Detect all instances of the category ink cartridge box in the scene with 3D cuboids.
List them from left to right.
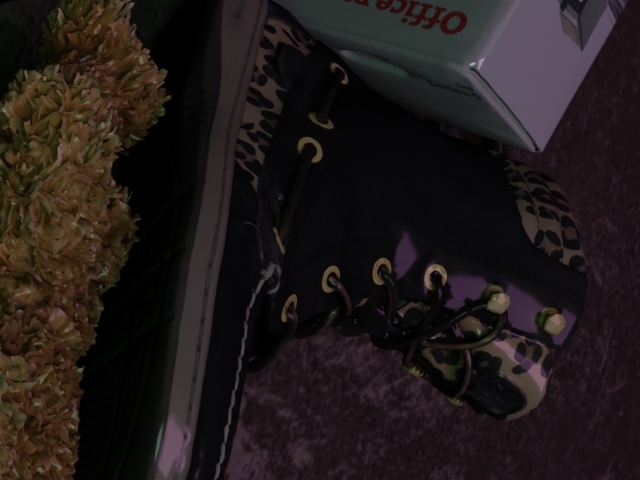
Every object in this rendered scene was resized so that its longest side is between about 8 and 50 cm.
[{"bbox_3d":[0.115,-0.218,0.988,0.272,0.198,0.115,-59,139,-9],"label":"ink cartridge box"}]

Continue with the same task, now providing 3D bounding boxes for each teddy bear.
[{"bbox_3d":[-0.170,0.009,0.735,0.113,0.245,0.338,31,58,-24],"label":"teddy bear"}]

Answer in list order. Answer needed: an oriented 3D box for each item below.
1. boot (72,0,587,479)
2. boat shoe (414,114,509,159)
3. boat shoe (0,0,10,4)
[{"bbox_3d":[0.015,0.034,0.842,0.284,0.138,0.377,26,43,-23],"label":"boot"},{"bbox_3d":[0.109,-0.033,1.136,0.103,0.092,0.285,-35,128,-32],"label":"boat shoe"},{"bbox_3d":[-0.170,-0.283,0.745,0.158,0.127,0.340,-18,122,-54],"label":"boat shoe"}]
